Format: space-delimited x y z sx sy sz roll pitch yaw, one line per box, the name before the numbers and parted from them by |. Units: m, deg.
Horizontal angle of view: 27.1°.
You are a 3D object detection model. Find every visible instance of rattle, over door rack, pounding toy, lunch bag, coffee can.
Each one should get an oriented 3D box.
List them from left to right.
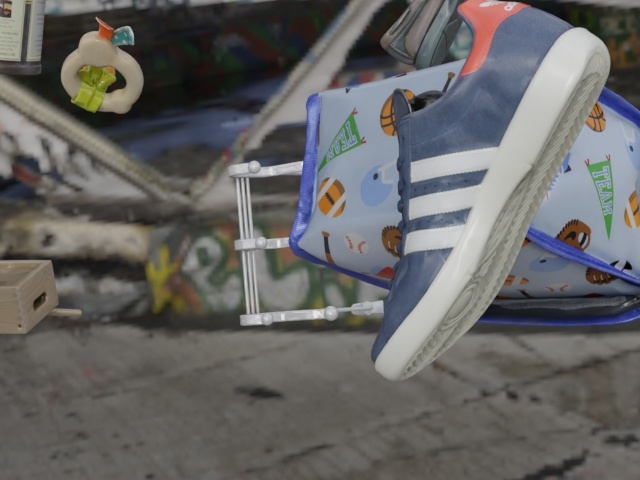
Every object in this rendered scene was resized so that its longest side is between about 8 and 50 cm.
coffee can | -0.540 -0.417 2.144 0.201 0.275 0.201 7 10 -1
pounding toy | -0.437 0.088 1.918 0.130 0.100 0.141 0 19 15
rattle | -0.320 -0.300 2.031 0.130 0.199 0.142 18 48 8
over door rack | 0.000 0.000 1.989 0.108 0.239 0.324 -6 -2 37
lunch bag | 0.213 -0.028 1.471 0.328 0.239 0.385 -4 -18 44

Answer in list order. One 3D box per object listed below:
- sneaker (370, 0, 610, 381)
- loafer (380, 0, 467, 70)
sneaker | 0.108 -0.047 1.155 0.148 0.350 0.131 34 19 21
loafer | 0.163 -0.348 1.705 0.084 0.267 0.096 27 5 16
